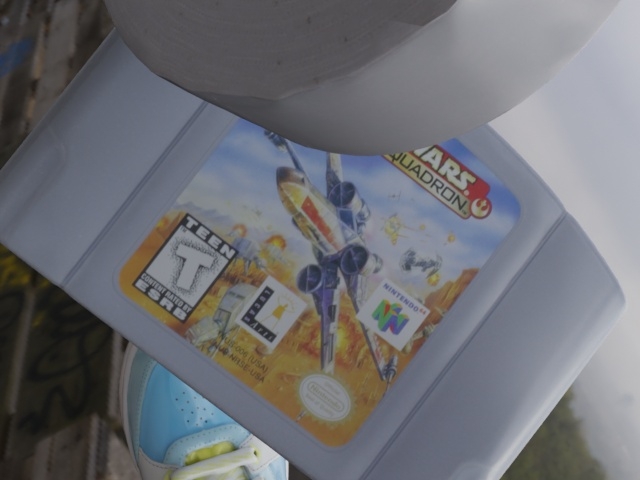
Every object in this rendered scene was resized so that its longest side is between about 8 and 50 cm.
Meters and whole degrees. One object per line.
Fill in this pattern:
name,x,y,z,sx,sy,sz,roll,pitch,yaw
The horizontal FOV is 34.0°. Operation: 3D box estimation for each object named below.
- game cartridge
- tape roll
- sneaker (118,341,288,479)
game cartridge,0.000,0.000,0.535,0.297,0.198,0.062,37,2,-4
tape roll,0.015,-0.145,0.388,0.072,0.219,0.219,21,40,-52
sneaker,-0.053,0.213,0.732,0.208,0.127,0.318,-139,-146,-69
